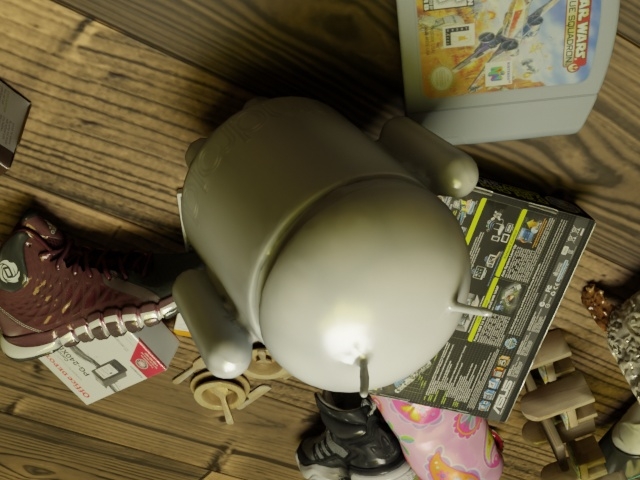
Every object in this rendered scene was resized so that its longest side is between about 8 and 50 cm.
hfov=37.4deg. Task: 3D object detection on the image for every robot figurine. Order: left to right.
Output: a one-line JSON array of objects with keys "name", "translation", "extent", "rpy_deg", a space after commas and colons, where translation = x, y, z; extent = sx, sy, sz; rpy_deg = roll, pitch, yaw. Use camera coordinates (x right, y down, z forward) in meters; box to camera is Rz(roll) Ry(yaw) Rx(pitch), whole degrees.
[{"name": "robot figurine", "translation": [0.000, 0.000, 0.868], "extent": [0.300, 0.353, 0.200], "rpy_deg": [-41, 135, -3]}]

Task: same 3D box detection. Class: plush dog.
[{"name": "plush dog", "translation": [0.460, 0.087, 1.132], "extent": [0.225, 0.211, 0.262], "rpy_deg": [-39, 156, 19]}]

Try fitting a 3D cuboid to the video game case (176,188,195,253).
[{"name": "video game case", "translation": [-0.116, -0.010, 1.099], "extent": [0.087, 0.011, 0.122], "rpy_deg": [-1, 131, 1]}]

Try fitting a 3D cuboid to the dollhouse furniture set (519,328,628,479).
[{"name": "dollhouse furniture set", "translation": [0.300, 0.288, 1.275], "extent": [0.161, 0.242, 0.212], "rpy_deg": [-21, 137, 4]}]

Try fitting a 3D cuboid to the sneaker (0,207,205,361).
[{"name": "sneaker", "translation": [-0.264, 0.026, 1.075], "extent": [0.281, 0.106, 0.163], "rpy_deg": [-19, 108, 7]}]

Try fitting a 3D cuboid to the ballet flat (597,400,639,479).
[{"name": "ballet flat", "translation": [0.510, 0.260, 1.374], "extent": [0.280, 0.095, 0.096], "rpy_deg": [-26, 124, 13]}]

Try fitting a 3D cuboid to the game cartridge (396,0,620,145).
[{"name": "game cartridge", "translation": [0.167, -0.205, 0.858], "extent": [0.198, 0.062, 0.297], "rpy_deg": [-2, 139, 9]}]

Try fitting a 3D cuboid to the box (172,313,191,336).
[{"name": "box", "translation": [-0.137, 0.077, 1.201], "extent": [0.081, 0.028, 0.136], "rpy_deg": [10, 136, -12]}]

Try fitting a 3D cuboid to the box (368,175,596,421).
[{"name": "box", "translation": [0.157, 0.061, 1.071], "extent": [0.216, 0.060, 0.270], "rpy_deg": [14, 109, -15]}]

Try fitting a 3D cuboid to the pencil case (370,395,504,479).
[{"name": "pencil case", "translation": [0.134, 0.206, 1.222], "extent": [0.124, 0.124, 0.284], "rpy_deg": [-21, 113, 23]}]

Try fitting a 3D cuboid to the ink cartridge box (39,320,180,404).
[{"name": "ink cartridge box", "translation": [-0.277, 0.138, 1.223], "extent": [0.150, 0.063, 0.109], "rpy_deg": [-26, 116, 27]}]

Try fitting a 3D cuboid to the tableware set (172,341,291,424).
[{"name": "tableware set", "translation": [-0.110, 0.195, 1.326], "extent": [0.128, 0.039, 0.194], "rpy_deg": [28, 132, -28]}]

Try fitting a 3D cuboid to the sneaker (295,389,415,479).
[{"name": "sneaker", "translation": [0.031, 0.272, 1.372], "extent": [0.101, 0.153, 0.268], "rpy_deg": [-21, -175, -29]}]

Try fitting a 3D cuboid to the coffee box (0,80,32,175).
[{"name": "coffee box", "translation": [-0.422, -0.139, 0.895], "extent": [0.141, 0.098, 0.246], "rpy_deg": [-28, 132, 29]}]

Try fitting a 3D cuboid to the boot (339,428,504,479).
[{"name": "boot", "translation": [0.150, 0.342, 1.465], "extent": [0.236, 0.085, 0.179], "rpy_deg": [11, 136, -22]}]
